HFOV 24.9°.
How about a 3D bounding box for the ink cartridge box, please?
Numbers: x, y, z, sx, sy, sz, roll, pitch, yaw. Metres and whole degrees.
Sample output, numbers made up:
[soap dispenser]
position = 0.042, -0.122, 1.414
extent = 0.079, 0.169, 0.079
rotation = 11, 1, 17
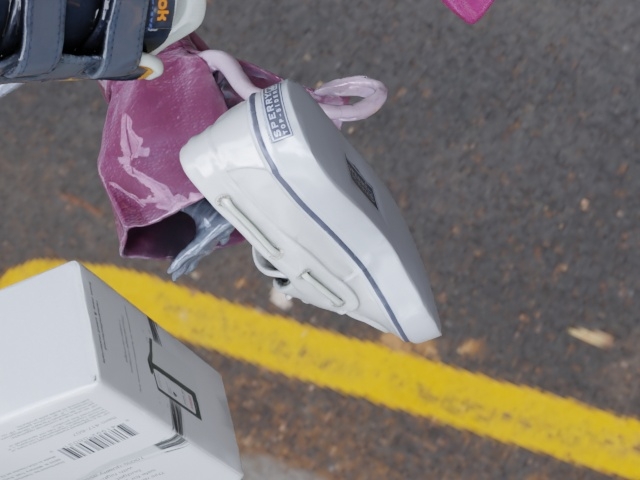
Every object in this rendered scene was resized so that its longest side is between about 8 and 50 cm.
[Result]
[ink cartridge box]
position = -0.158, 0.110, 0.894
extent = 0.148, 0.086, 0.203
rotation = -22, 150, 11

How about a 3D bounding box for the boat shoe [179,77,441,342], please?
[boat shoe]
position = 0.000, 0.000, 0.919
extent = 0.088, 0.096, 0.267
rotation = -23, 149, 13

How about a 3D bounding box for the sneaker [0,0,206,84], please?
[sneaker]
position = -0.160, -0.153, 0.844
extent = 0.127, 0.321, 0.126
rotation = 7, 104, 12

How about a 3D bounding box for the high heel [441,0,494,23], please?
[high heel]
position = 0.265, -0.400, 1.569
extent = 0.377, 0.127, 0.181
rotation = -29, 109, 3

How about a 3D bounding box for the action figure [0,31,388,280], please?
[action figure]
position = -0.163, -0.159, 1.336
extent = 0.370, 0.248, 0.276
rotation = 56, 132, 20
